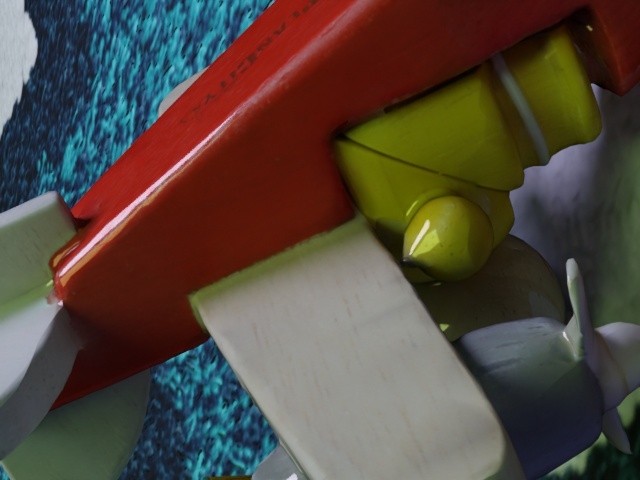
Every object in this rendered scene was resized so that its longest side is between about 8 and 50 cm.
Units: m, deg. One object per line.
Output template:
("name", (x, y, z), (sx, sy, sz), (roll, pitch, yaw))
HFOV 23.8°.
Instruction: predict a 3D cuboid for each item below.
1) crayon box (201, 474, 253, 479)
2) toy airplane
("crayon box", (0.047, 0.238, 0.722), (0.081, 0.165, 0.278), (-63, 38, 35))
("toy airplane", (0.000, 0.000, 0.717), (0.384, 0.272, 0.386), (-20, 38, 45))
